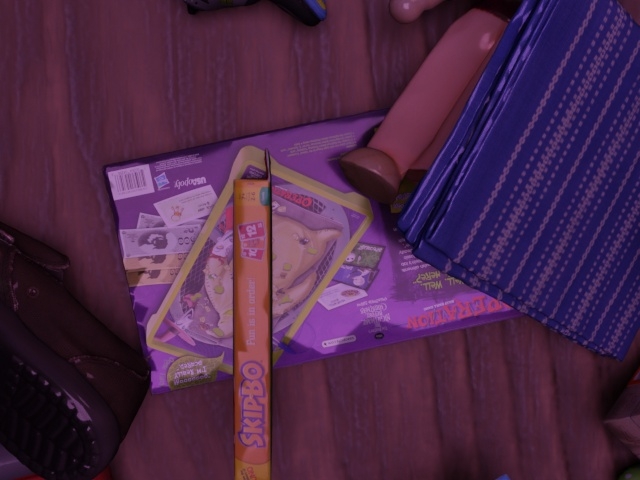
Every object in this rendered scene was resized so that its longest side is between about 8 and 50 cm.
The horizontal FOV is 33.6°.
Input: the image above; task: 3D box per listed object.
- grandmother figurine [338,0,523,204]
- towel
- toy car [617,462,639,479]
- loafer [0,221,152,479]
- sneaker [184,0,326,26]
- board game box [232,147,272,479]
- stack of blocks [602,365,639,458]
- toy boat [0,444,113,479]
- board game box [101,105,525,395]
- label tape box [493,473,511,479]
[{"bbox_3d":[0.163,-0.166,0.880,0.208,0.104,0.342,33,79,-11],"label":"grandmother figurine"},{"bbox_3d":[0.214,-0.048,0.862,0.336,0.040,0.243,28,91,-45],"label":"towel"},{"bbox_3d":[0.335,0.302,0.937,0.239,0.053,0.224,-14,75,-36],"label":"toy car"},{"bbox_3d":[-0.288,0.047,0.901,0.366,0.130,0.134,47,123,5],"label":"loafer"},{"bbox_3d":[-0.083,-0.228,0.920,0.188,0.067,0.078,20,113,-6],"label":"sneaker"},{"bbox_3d":[-0.053,0.056,0.856,0.039,0.124,0.259,3,93,-3],"label":"board game box"},{"bbox_3d":[0.415,0.193,0.925,0.297,0.087,0.171,44,66,-3],"label":"stack of blocks"},{"bbox_3d":[-0.240,0.276,0.887,0.151,0.151,0.231,-15,94,-2],"label":"toy boat"},{"bbox_3d":[0.000,0.000,0.940,0.347,0.056,0.208,-11,90,-3],"label":"board game box"},{"bbox_3d":[0.138,0.403,0.940,0.249,0.115,0.347,-31,92,-2],"label":"label tape box"}]
